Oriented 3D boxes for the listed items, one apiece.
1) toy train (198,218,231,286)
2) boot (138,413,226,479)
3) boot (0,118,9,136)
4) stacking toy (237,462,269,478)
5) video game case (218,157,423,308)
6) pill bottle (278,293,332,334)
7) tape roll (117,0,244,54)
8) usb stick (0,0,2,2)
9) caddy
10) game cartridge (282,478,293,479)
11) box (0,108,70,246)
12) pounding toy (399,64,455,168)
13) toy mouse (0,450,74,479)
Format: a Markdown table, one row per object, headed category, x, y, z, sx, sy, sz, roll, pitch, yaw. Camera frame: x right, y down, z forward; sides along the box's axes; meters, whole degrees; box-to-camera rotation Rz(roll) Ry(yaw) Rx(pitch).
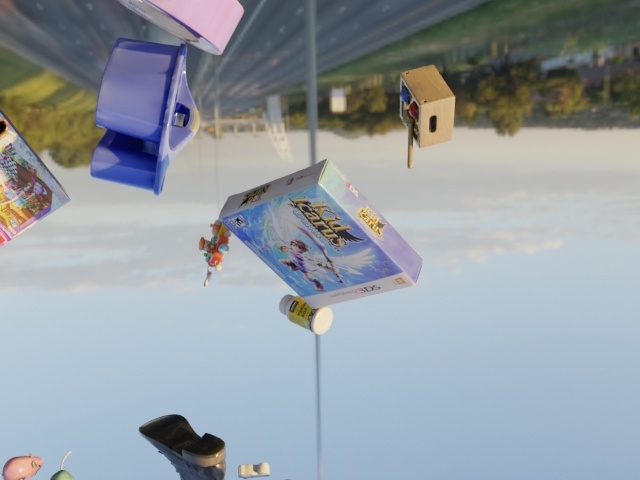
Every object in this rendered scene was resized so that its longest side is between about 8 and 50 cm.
| category | x | y | z | sx | sy | sz | roll | pitch | yaw |
| --- | --- | --- | --- | --- | --- | --- | --- | --- | --- |
| toy train | -0.207 | 0.017 | 1.601 | 0.046 | 0.125 | 0.166 | 22 | 150 | -12 |
| boot | -0.260 | 0.483 | 1.675 | 0.091 | 0.229 | 0.262 | -23 | -154 | -40 |
| boot | -0.572 | -0.178 | 1.220 | 0.280 | 0.096 | 0.264 | 2 | -154 | 24 |
| stacking toy | -0.094 | 0.479 | 1.413 | 0.052 | 0.167 | 0.221 | -7 | 153 | 5 |
| video game case | 0.000 | 0.000 | 1.441 | 0.244 | 0.269 | 0.061 | -18 | -141 | 40 |
| pill bottle | -0.035 | 0.160 | 1.867 | 0.116 | 0.065 | 0.065 | 20 | -160 | 38 |
| tape roll | -0.274 | -0.435 | 1.478 | 0.274 | 0.090 | 0.275 | 30 | -178 | -1 |
| usb stick | -0.521 | -0.376 | 1.088 | 0.277 | 0.077 | 0.045 | 23 | 150 | 7 |
| caddy | -0.318 | -0.237 | 1.591 | 0.179 | 0.241 | 0.341 | 10 | -144 | -10 |
| game cartridge | 0.029 | 0.493 | 1.283 | 0.294 | 0.060 | 0.196 | 33 | -161 | 6 |
| box | -0.657 | -0.136 | 1.638 | 0.201 | 0.293 | 0.057 | -35 | -142 | -8 |
| pounding toy | 0.198 | -0.242 | 1.656 | 0.100 | 0.141 | 0.130 | -15 | -132 | -9 |
| toy mouse | -0.427 | 0.363 | 1.276 | 0.161 | 0.031 | 0.143 | 35 | -135 | 13 |
